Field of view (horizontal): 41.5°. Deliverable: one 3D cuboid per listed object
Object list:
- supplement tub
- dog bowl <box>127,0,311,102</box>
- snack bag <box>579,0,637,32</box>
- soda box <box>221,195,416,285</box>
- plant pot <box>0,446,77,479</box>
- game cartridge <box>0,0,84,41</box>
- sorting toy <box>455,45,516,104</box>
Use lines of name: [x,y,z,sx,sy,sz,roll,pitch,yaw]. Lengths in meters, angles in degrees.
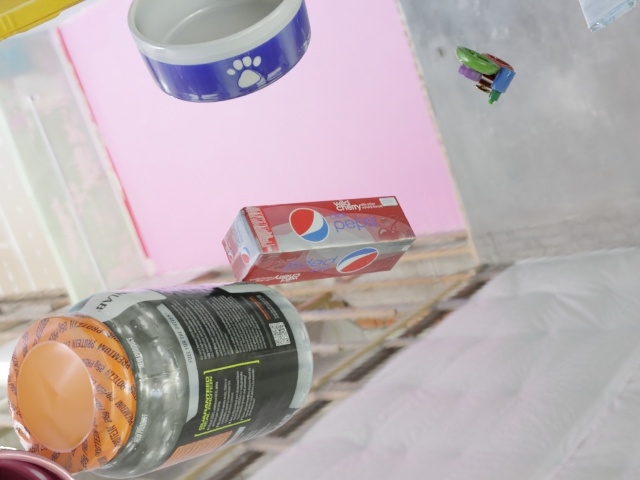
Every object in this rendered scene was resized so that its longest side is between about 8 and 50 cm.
supplement tub: [-0.177,0.156,0.997,0.207,0.207,0.338,-14,172,31]
dog bowl: [-0.151,-0.331,1.281,0.265,0.104,0.264,-8,-133,9]
snack bag: [0.453,-0.492,1.129,0.323,0.342,0.037,-30,151,33]
soda box: [0.000,0.000,1.206,0.263,0.083,0.092,-5,148,-32]
plant pot: [-0.339,0.297,0.807,0.201,0.201,0.180,-28,-170,-38]
game cartridge: [-0.413,-0.413,1.209,0.324,0.052,0.285,-33,-124,-17]
sorting toy: [0.179,-0.180,0.929,0.061,0.042,0.102,39,-155,28]
